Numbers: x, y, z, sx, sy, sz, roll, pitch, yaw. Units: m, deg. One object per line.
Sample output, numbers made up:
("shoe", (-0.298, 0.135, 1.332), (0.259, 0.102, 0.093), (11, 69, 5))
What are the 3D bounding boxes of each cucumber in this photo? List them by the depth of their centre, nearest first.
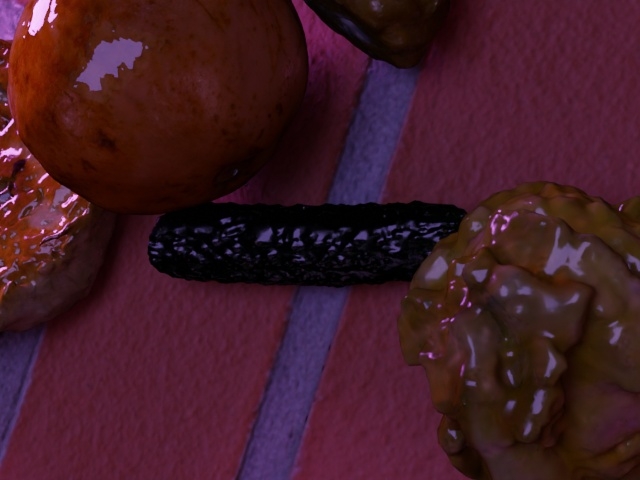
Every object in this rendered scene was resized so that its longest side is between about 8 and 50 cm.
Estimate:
("cucumber", (0.000, 0.002, 1.570), (0.300, 0.072, 0.072), (1, 79, 30))

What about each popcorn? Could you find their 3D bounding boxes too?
("popcorn", (0.162, 0.078, 1.385), (0.259, 0.212, 0.259), (-13, 65, 28))

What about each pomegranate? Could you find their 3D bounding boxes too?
("pomegranate", (-0.132, -0.137, 1.587), (0.248, 0.248, 0.248), (-7, 75, 28))

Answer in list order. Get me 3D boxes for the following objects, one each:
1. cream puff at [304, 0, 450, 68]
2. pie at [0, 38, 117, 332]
("cream puff", (0.051, -0.214, 1.564), (0.146, 0.146, 0.116), (34, 79, 31))
("pie", (-0.312, -0.046, 1.756), (0.315, 0.092, 0.315), (-10, 69, 26))
